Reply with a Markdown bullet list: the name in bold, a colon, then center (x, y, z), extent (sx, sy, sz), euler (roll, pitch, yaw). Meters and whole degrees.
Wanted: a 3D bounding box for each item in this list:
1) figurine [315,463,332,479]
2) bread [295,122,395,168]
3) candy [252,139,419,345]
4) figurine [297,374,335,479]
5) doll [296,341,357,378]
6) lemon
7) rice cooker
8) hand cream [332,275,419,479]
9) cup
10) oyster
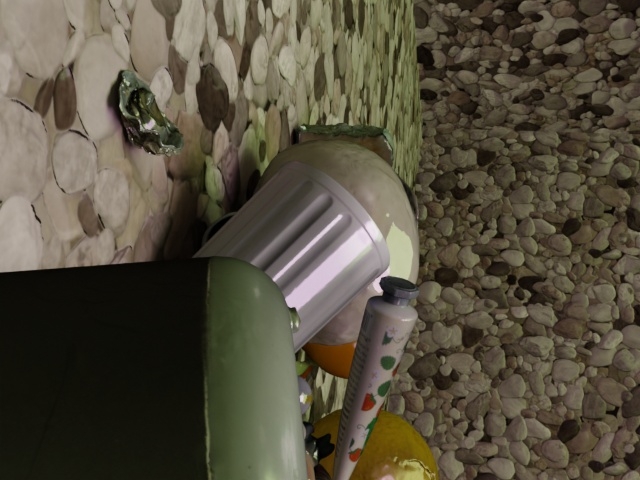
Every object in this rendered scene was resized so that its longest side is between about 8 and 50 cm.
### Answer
- **figurine**: center (-0.056, 0.458, 1.305), extent (0.138, 0.110, 0.245), euler (11, 89, -60)
- **bread**: center (0.019, -0.131, 1.430), extent (0.232, 0.172, 0.064), euler (-43, -169, 29)
- **candy**: center (0.000, 0.000, 1.125), extent (0.185, 0.296, 0.295), euler (9, 83, -45)
- **figurine**: center (-0.086, 0.261, 0.875), extent (0.261, 0.186, 0.382), euler (-53, 168, -3)
- **doll**: center (0.026, 0.162, 1.466), extent (0.236, 0.213, 0.213), euler (-42, 162, -1)
- **lemon**: center (0.077, 0.434, 1.502), extent (0.293, 0.293, 0.292), euler (3, 90, -78)
- **rice cooker**: center (-0.139, 0.149, 0.433), extent (0.288, 0.277, 0.288), euler (175, -90, -87)
- **hand cream**: center (0.054, 0.174, 0.964), extent (0.095, 0.059, 0.275), euler (-65, 171, -72)
- **cup**: center (-0.058, 0.041, 0.935), extent (0.202, 0.167, 0.221), euler (-44, -172, -20)
- **oyster**: center (-0.170, -0.119, 0.804), extent (0.100, 0.037, 0.098), euler (57, 14, -36)
